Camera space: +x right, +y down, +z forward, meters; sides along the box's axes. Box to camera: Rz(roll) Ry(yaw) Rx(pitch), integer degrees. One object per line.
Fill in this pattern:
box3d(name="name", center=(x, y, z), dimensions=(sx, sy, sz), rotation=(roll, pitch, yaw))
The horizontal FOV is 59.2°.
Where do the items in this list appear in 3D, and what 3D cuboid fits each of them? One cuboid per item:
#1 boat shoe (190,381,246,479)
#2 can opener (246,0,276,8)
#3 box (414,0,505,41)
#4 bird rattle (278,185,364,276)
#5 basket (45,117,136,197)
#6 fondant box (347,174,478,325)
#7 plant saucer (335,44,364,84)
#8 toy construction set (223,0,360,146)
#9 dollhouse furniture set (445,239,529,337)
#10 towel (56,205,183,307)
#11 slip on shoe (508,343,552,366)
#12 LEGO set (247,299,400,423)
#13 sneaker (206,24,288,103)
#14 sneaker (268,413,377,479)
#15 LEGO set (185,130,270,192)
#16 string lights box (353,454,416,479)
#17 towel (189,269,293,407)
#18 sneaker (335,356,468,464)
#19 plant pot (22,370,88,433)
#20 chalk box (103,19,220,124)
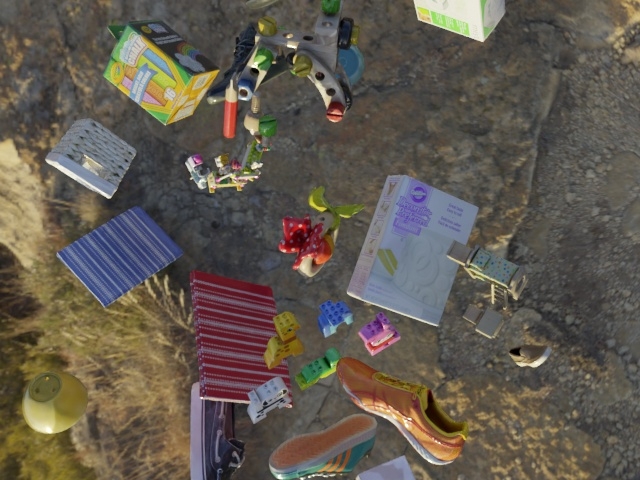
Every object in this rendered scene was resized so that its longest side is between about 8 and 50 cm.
box3d(name="boat shoe", center=(-0.205, 0.437, 1.165), dimensions=(0.102, 0.108, 0.301), rotation=(-9, 63, 3))
box3d(name="can opener", center=(-0.049, -0.384, 0.823), dimensions=(0.186, 0.073, 0.059), rotation=(7, 75, 50))
box3d(name="box", center=(0.375, -0.711, 1.550), dimensions=(0.231, 0.262, 0.127), rotation=(34, 82, 28))
box3d(name="bird rattle", center=(0.000, 0.000, 1.310), dimensions=(0.143, 0.253, 0.207), rotation=(17, 134, 12))
box3d(name="basket", center=(-0.428, -0.157, 1.057), dimensions=(0.167, 0.113, 0.103), rotation=(18, 73, 56))
box3d(name="fondant box", center=(0.239, 0.026, 1.455), dimensions=(0.096, 0.238, 0.330), rotation=(11, 81, 69))
box3d(name="plant saucer", center=(0.054, -0.454, 1.446), dimensions=(0.119, 0.021, 0.119), rotation=(0, 92, -2))
box3d(name="toy construction set", center=(-0.064, -0.351, 1.079), dimensions=(0.257, 0.309, 0.237), rotation=(33, 144, 14))
box3d(name="dollhouse furniture set", center=(0.324, 0.096, 1.222), dimensions=(0.182, 0.101, 0.161), rotation=(28, 87, 32))
box3d(name="towel", center=(-0.651, 0.043, 1.859), dimensions=(0.243, 0.336, 0.040), rotation=(44, 140, 7))
box3d(name="slip on shoe", center=(0.475, 0.257, 1.285), dimensions=(0.041, 0.135, 0.051), rotation=(40, 76, 5))
box3d(name="LEGO set", center=(-0.012, 0.131, 0.738), dimensions=(0.087, 0.227, 0.093), rotation=(52, 162, 33))
box3d(name="sneaker", center=(-0.184, -0.403, 1.288), dimensions=(0.087, 0.227, 0.130), rotation=(10, 133, 60))
box3d(name="sneaker", center=(0.015, 0.531, 1.374), dimensions=(0.108, 0.302, 0.121), rotation=(23, 118, 54))
box3d(name="LEGO set", center=(-0.185, -0.204, 1.398), dimensions=(0.107, 0.287, 0.132), rotation=(-13, 110, 49))
box3d(name="string lights box", center=(0.103, 0.429, 0.873), dimensions=(0.260, 0.076, 0.133), rotation=(96, 154, -61))
box3d(name="towel", center=(-0.156, 0.186, 1.091), dimensions=(0.031, 0.199, 0.275), rotation=(-45, 44, 34))
box3d(name="sneaker", center=(0.096, 0.186, 0.670), dimensions=(0.175, 0.064, 0.067), rotation=(31, 112, 19))
box3d(name="plant pot", center=(-0.583, 0.336, 1.220), dimensions=(0.134, 0.134, 0.095), rotation=(46, 150, 23))
box3d(name="chalk box", center=(-0.471, -0.496, 1.588), dimensions=(0.289, 0.180, 0.179), rotation=(39, 117, -2))
